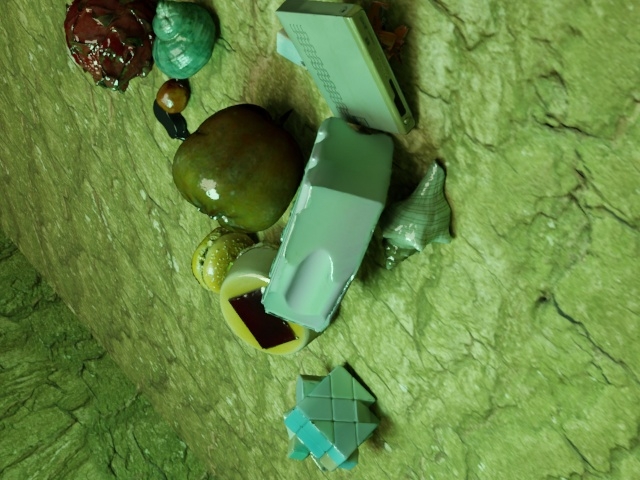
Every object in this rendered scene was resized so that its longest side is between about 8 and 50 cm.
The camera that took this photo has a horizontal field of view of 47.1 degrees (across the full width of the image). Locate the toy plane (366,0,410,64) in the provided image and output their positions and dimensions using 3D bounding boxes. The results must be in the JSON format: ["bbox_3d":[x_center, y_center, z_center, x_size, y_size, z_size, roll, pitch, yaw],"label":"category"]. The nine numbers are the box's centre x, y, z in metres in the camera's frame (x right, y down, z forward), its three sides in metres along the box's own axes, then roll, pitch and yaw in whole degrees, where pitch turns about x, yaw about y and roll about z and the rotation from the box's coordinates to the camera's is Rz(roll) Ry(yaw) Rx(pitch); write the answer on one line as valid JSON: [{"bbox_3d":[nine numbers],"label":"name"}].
[{"bbox_3d":[0.069,-0.370,1.301,0.188,0.062,0.135,28,139,25],"label":"toy plane"}]

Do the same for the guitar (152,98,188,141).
[{"bbox_3d":[-0.365,-0.271,1.975,0.271,0.038,0.084,55,148,7],"label":"guitar"}]

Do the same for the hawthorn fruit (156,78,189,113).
[{"bbox_3d":[-0.373,-0.374,1.873,0.081,0.081,0.093,52,133,12],"label":"hawthorn fruit"}]

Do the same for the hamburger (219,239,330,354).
[{"bbox_3d":[-0.107,0.139,1.815,0.302,0.170,0.302,16,128,21],"label":"hamburger"}]

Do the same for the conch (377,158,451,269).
[{"bbox_3d":[0.177,-0.023,1.393,0.137,0.114,0.234,45,140,0],"label":"conch"}]

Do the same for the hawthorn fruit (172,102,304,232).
[{"bbox_3d":[-0.160,-0.172,1.594,0.268,0.301,0.268,37,171,7],"label":"hawthorn fruit"}]

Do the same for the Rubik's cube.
[{"bbox_3d":[0.012,0.465,1.882,0.265,0.224,0.213,46,145,11],"label":"Rubik's cube"}]

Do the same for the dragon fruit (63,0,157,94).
[{"bbox_3d":[-0.505,-0.502,1.785,0.244,0.244,0.299,141,135,-56],"label":"dragon fruit"}]

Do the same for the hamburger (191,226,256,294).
[{"bbox_3d":[-0.243,0.051,1.945,0.118,0.191,0.182,19,171,34],"label":"hamburger"}]

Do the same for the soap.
[{"bbox_3d":[0.000,0.000,1.490,0.156,0.261,0.446,17,142,-6],"label":"soap"}]

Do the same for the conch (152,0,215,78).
[{"bbox_3d":[-0.324,-0.465,1.686,0.196,0.134,0.202,38,142,28],"label":"conch"}]

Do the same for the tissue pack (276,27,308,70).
[{"bbox_3d":[-0.031,-0.380,1.425,0.094,0.074,0.059,37,147,29],"label":"tissue pack"}]

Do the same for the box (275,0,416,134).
[{"bbox_3d":[0.047,-0.310,1.313,0.211,0.045,0.270,21,156,44],"label":"box"}]
